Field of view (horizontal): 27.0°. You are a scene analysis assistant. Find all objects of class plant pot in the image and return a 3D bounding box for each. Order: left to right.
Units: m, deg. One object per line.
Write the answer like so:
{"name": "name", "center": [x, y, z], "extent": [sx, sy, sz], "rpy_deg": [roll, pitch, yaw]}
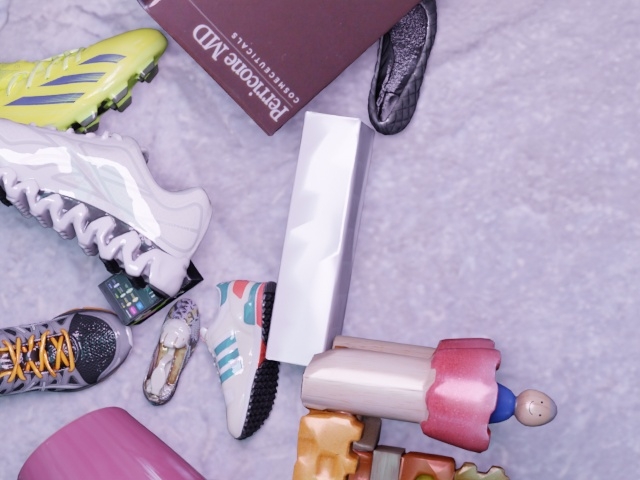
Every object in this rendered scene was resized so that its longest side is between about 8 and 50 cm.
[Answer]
{"name": "plant pot", "center": [-0.190, 0.268, 1.285], "extent": [0.201, 0.201, 0.180], "rpy_deg": [-44, 67, 5]}

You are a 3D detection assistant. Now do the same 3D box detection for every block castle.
{"name": "block castle", "center": [0.080, 0.310, 1.176], "extent": [0.213, 0.303, 0.453], "rpy_deg": [7, 89, 6]}

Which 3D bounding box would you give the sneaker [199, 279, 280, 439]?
{"name": "sneaker", "center": [-0.085, 0.116, 1.338], "extent": [0.075, 0.057, 0.161], "rpy_deg": [8, 91, 25]}

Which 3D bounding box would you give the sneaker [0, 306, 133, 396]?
{"name": "sneaker", "center": [-0.294, 0.121, 1.349], "extent": [0.215, 0.083, 0.084], "rpy_deg": [-14, 85, 7]}

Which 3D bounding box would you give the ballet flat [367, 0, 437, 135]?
{"name": "ballet flat", "center": [0.082, -0.189, 1.315], "extent": [0.058, 0.049, 0.173], "rpy_deg": [8, 90, 8]}

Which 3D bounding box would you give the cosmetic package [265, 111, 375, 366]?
{"name": "cosmetic package", "center": [0.000, 0.000, 1.299], "extent": [0.061, 0.099, 0.239], "rpy_deg": [9, 89, 8]}

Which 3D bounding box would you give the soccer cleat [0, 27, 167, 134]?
{"name": "soccer cleat", "center": [-0.290, -0.145, 1.346], "extent": [0.289, 0.093, 0.121], "rpy_deg": [-32, 91, 8]}

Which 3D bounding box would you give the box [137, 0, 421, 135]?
{"name": "box", "center": [0.017, -0.304, 1.243], "extent": [0.381, 0.143, 0.191], "rpy_deg": [-42, 125, 7]}

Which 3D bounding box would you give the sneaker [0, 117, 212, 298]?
{"name": "sneaker", "center": [-0.238, -0.063, 1.277], "extent": [0.292, 0.110, 0.118], "rpy_deg": [32, 81, -2]}

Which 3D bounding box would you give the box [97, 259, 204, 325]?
{"name": "box", "center": [-0.170, 0.042, 1.341], "extent": [0.083, 0.062, 0.052], "rpy_deg": [-35, 85, 6]}

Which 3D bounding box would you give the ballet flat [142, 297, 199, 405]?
{"name": "ballet flat", "center": [-0.151, 0.114, 1.349], "extent": [0.041, 0.041, 0.114], "rpy_deg": [18, 91, 9]}
